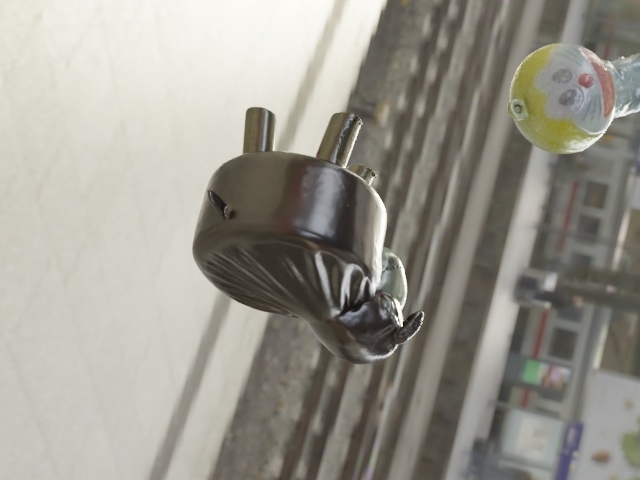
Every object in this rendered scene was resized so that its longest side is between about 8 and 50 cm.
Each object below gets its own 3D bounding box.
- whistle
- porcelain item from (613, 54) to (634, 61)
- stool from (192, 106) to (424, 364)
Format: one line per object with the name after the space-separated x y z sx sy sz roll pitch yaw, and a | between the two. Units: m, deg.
0.297 -0.163 1.488 0.123 0.223 0.123 39 -43 50 | whistle
0.410 -0.232 1.947 0.075 0.021 0.136 -37 174 22 | porcelain item
0.000 0.000 0.938 0.217 0.125 0.121 41 50 -36 | stool
